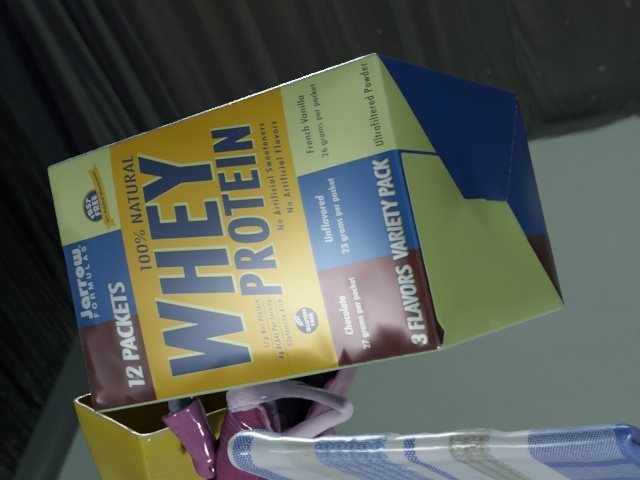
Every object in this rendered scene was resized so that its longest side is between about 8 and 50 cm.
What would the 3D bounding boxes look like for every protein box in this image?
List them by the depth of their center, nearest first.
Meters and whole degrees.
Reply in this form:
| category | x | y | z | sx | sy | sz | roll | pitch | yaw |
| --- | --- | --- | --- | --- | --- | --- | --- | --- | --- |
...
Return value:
| category | x | y | z | sx | sy | sz | roll | pitch | yaw |
| --- | --- | --- | --- | --- | --- | --- | --- | --- | --- |
| protein box | 0.000 | 0.000 | 0.565 | 0.201 | 0.136 | 0.199 | -14 | -5 | 29 |

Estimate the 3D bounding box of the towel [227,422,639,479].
| category | x | y | z | sx | sy | sz | roll | pitch | yaw |
| --- | --- | --- | --- | --- | --- | --- | --- | --- | --- |
| towel | 0.102 | 0.156 | 0.694 | 0.285 | 0.209 | 0.034 | -10 | 64 | 32 |

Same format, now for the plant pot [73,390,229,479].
| category | x | y | z | sx | sy | sz | roll | pitch | yaw |
| --- | --- | --- | --- | --- | --- | --- | --- | --- | --- |
| plant pot | -0.196 | 0.304 | 1.411 | 0.212 | 0.187 | 0.212 | -13 | 14 | -36 |

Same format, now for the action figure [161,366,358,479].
| category | x | y | z | sx | sy | sz | roll | pitch | yaw |
| --- | --- | --- | --- | --- | --- | --- | --- | --- | --- |
| action figure | -0.042 | 0.204 | 1.111 | 0.248 | 0.370 | 0.276 | 10 | 34 | -18 |
